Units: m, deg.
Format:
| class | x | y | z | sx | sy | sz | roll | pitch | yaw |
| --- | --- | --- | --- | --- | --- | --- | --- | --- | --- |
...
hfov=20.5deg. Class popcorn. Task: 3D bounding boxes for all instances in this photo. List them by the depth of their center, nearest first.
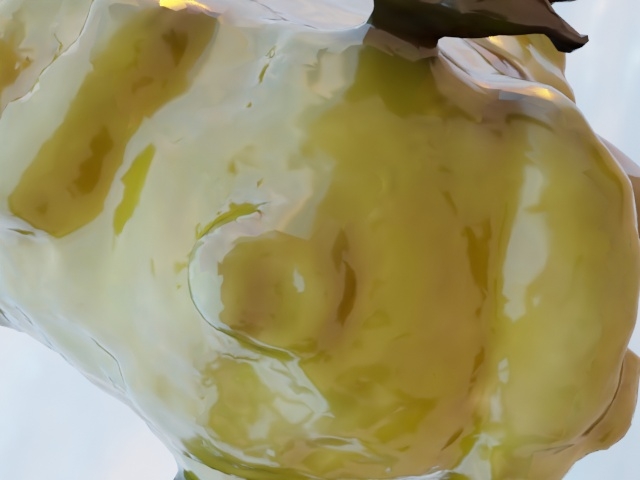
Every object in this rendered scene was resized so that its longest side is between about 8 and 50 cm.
| class | x | y | z | sx | sy | sz | roll | pitch | yaw |
| --- | --- | --- | --- | --- | --- | --- | --- | --- | --- |
| popcorn | 0.000 | 0.000 | 0.706 | 0.316 | 0.297 | 0.281 | 10 | -71 | -54 |
